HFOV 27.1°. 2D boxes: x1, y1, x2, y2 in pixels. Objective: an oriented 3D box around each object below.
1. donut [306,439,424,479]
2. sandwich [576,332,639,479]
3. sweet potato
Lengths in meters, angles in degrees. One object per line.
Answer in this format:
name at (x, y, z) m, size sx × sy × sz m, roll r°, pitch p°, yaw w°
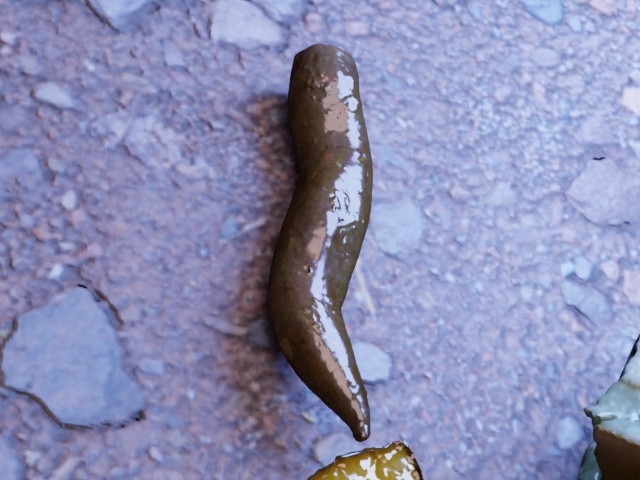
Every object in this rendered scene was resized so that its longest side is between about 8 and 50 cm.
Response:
donut at (0.023, 0.234, 0.761) m, size 0.141 × 0.085 × 0.217 m, roll -4°, pitch 65°, yaw -21°
sandwich at (0.276, 0.168, 0.878) m, size 0.198 × 0.227 × 0.155 m, roll 22°, pitch 53°, yaw 34°
sweet potato at (0.000, 0.000, 0.886) m, size 0.067 × 0.059 × 0.281 m, roll 18°, pitch 59°, yaw -24°
